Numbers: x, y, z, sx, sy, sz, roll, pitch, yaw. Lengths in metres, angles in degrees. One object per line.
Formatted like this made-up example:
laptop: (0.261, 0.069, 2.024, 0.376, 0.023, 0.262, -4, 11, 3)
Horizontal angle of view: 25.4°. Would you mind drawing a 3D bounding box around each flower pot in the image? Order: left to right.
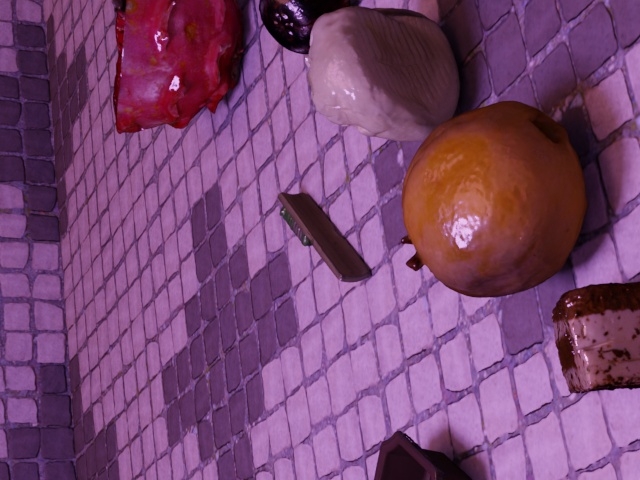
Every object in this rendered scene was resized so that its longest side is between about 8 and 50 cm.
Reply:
flower pot: (0.135, 0.386, 1.866, 0.179, 0.084, 0.251, -142, 60, -61)

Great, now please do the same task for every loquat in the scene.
loquat: (0.204, -0.045, 1.646, 0.238, 0.193, 0.238, -4, 84, 41)

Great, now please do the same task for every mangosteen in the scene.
mangosteen: (-0.019, -0.369, 2.216, 0.152, 0.152, 0.152, -177, 90, -65)

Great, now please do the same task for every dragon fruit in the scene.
dragon fruit: (-0.269, -0.380, 2.625, 0.371, 0.249, 0.386, 161, 115, -80)

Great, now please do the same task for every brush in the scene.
brush: (0.000, 0.000, 2.226, 0.282, 0.054, 0.048, -130, 39, -55)

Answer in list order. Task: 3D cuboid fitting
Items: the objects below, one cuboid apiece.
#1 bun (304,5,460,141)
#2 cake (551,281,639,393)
bun: (0.074, -0.218, 1.897, 0.145, 0.229, 0.229, -38, 53, 42)
cake: (0.279, 0.109, 1.523, 0.246, 0.135, 0.112, 163, 105, -65)
